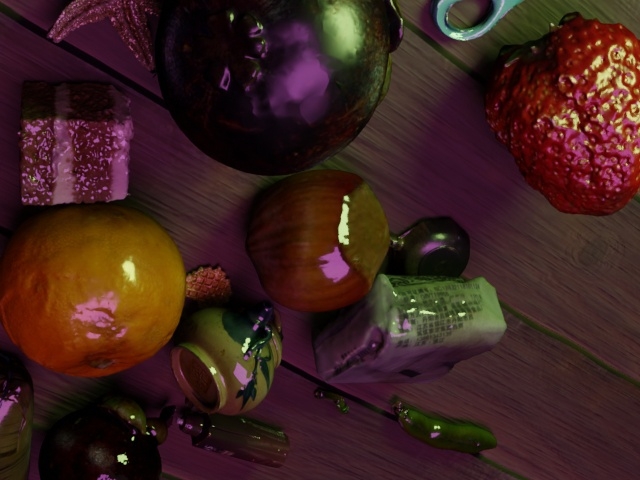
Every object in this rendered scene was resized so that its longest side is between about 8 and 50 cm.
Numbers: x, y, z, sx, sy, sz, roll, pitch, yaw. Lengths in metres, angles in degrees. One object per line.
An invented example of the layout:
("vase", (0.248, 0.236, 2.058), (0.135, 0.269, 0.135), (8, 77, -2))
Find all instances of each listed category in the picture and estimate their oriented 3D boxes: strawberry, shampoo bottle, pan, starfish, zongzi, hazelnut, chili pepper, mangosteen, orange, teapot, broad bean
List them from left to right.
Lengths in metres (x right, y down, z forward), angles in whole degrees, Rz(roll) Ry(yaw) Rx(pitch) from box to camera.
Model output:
("zongzi", (-0.586, 0.307, 1.663), (0.300, 0.138, 0.286), (1, 119, -17))
("orange", (-0.313, 0.062, 1.519), (0.261, 0.261, 0.261), (-9, 124, -13))
("mangosteen", (-0.339, 0.345, 1.742), (0.210, 0.210, 0.210), (-9, 124, -13))
("starfish", (-0.241, -0.320, 1.421), (0.240, 0.043, 0.227), (-39, 134, 2))
("shampoo bottle", (-0.160, 0.324, 1.858), (0.236, 0.067, 0.068), (22, 122, -29))
("teapot", (-0.132, 0.180, 1.732), (0.182, 0.173, 0.269), (-32, 160, -35))
("mangosteen", (-0.053, -0.239, 1.394), (0.330, 0.330, 0.330), (-9, 124, -13))
("hazelnut", (0.001, 0.000, 1.644), (0.186, 0.210, 0.210), (-6, 127, -43))
("chili pepper", (0.025, 0.277, 1.921), (0.083, 0.022, 0.027), (37, 72, -33))
("pan", (0.149, 0.032, 1.782), (0.202, 0.048, 0.128), (-5, 124, -15))
("broad bean", (0.223, 0.349, 2.018), (0.254, 0.046, 0.065), (22, 100, -28))
("strawberry", (0.371, -0.169, 1.588), (0.257, 0.257, 0.277), (-7, 82, -15))

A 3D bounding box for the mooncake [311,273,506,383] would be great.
("mooncake", (0.133, 0.135, 1.755), (0.254, 0.136, 0.250), (3, 151, -29))

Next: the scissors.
("scissors", (0.318, -0.390, 1.572), (0.393, 0.032, 0.180), (-11, 125, -10))

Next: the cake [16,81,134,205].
("cake", (-0.323, -0.127, 1.466), (0.147, 0.134, 0.135), (3, 123, -13))

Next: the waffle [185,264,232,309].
("waffle", (-0.176, 0.075, 1.720), (0.078, 0.016, 0.085), (-32, 127, 4))
